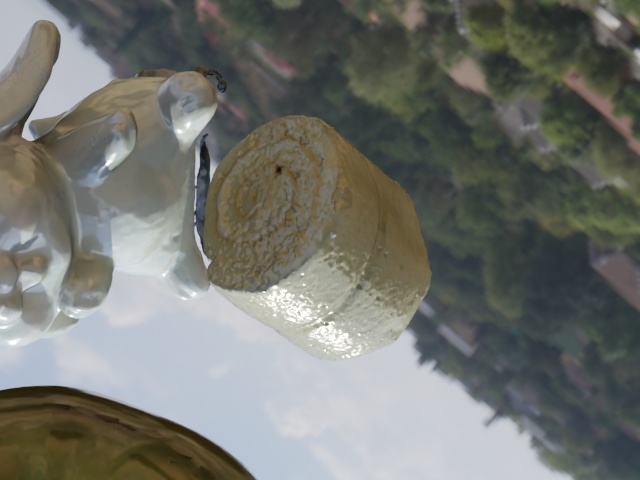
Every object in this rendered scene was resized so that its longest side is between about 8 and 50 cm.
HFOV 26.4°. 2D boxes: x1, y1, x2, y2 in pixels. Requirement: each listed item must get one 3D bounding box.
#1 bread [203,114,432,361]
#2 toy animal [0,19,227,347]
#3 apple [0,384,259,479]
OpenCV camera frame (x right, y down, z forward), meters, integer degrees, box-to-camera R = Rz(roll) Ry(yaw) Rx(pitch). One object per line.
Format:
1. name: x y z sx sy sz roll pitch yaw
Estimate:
1. bread: 0.000 0.000 1.013 0.141 0.134 0.148 38 -133 -45
2. toy animal: -0.213 -0.039 1.032 0.174 0.249 0.289 25 -166 35
3. apple: -0.132 0.190 0.671 0.262 0.262 0.262 40 180 0
